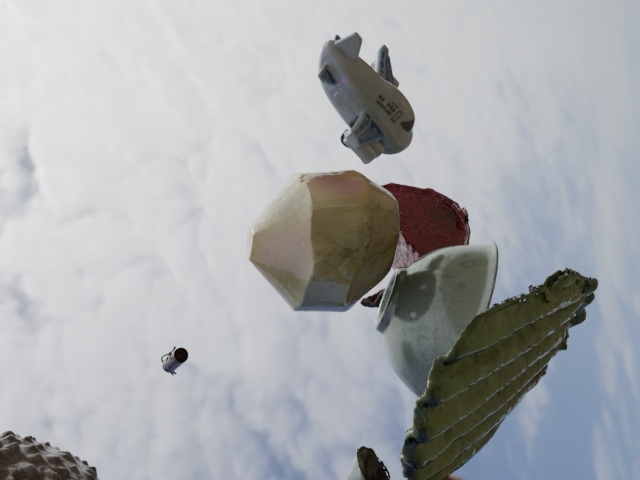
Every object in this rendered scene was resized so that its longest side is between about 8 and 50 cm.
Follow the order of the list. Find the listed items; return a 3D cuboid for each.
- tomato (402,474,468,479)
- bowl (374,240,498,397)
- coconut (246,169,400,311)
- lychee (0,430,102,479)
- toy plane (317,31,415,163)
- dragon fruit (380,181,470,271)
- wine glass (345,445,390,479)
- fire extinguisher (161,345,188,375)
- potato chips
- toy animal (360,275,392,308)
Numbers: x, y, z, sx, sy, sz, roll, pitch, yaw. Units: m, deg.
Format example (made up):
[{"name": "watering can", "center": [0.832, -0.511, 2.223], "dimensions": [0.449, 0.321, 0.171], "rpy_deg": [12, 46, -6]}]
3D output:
[{"name": "tomato", "center": [0.180, 0.461, 1.322], "dimensions": [0.208, 0.208, 0.184], "rpy_deg": [-67, -30, -53]}, {"name": "bowl", "center": [0.178, 0.125, 1.500], "dimensions": [0.313, 0.146, 0.313], "rpy_deg": [20, -90, -90]}, {"name": "coconut", "center": [0.000, 0.000, 1.437], "dimensions": [0.259, 0.259, 0.259], "rpy_deg": [41, -141, -46]}, {"name": "lychee", "center": [-0.539, 0.521, 1.519], "dimensions": [0.432, 0.380, 0.380], "rpy_deg": [46, -151, -2]}, {"name": "toy plane", "center": [0.087, -0.265, 1.618], "dimensions": [0.267, 0.122, 0.267], "rpy_deg": [24, -121, -47]}, {"name": "dragon fruit", "center": [0.216, -0.003, 1.745], "dimensions": [0.274, 0.161, 0.126], "rpy_deg": [-122, 23, -44]}, {"name": "wine glass", "center": [0.042, 0.504, 1.738], "dimensions": [0.122, 0.183, 0.122], "rpy_deg": [46, -162, -20]}, {"name": "fire extinguisher", "center": [-0.355, 0.292, 2.100], "dimensions": [0.056, 0.132, 0.039], "rpy_deg": [43, -123, -4]}, {"name": "potato chips", "center": [0.236, 0.196, 1.211], "dimensions": [0.070, 0.358, 0.429], "rpy_deg": [39, -143, 25]}, {"name": "toy animal", "center": [0.187, 0.125, 1.873], "dimensions": [0.179, 0.188, 0.089], "rpy_deg": [-149, 48, -67]}]
